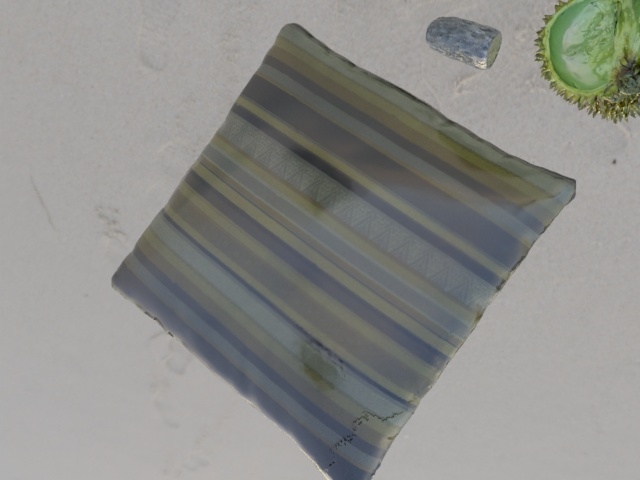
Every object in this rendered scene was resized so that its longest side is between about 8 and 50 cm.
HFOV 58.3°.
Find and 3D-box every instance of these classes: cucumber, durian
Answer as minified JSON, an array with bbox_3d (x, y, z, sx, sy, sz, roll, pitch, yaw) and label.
[{"bbox_3d":[0.212,-0.298,0.859,0.111,0.064,0.064,31,153,31],"label":"cucumber"},{"bbox_3d":[0.422,-0.278,0.785,0.176,0.200,0.237,23,111,-37],"label":"durian"}]

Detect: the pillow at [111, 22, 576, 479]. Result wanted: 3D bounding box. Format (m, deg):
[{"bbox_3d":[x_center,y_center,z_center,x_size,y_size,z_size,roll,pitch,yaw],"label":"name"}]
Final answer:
[{"bbox_3d":[0.000,0.000,0.343,0.208,0.212,0.052,36,-176,19],"label":"pillow"}]
